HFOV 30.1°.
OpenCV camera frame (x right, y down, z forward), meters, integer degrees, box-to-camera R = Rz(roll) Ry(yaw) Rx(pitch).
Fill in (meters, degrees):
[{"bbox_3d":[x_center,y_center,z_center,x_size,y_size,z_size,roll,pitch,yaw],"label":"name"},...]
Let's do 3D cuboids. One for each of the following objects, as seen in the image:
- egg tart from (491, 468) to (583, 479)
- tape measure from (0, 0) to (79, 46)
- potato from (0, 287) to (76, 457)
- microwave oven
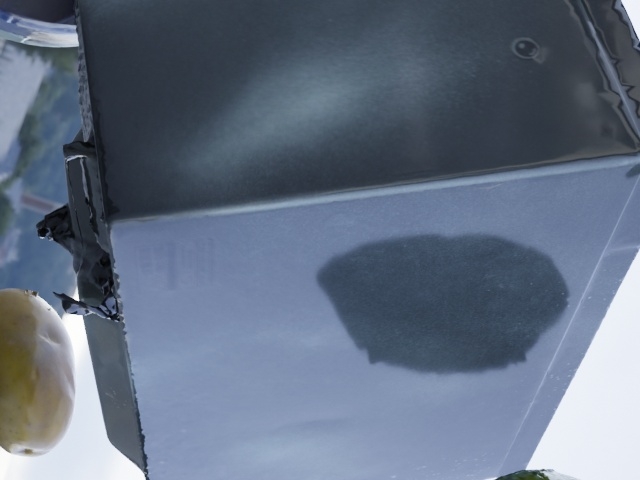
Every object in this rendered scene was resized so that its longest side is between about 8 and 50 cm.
[{"bbox_3d":[0.133,0.223,0.805,0.197,0.197,0.078,-60,-136,30],"label":"egg tart"},{"bbox_3d":[-0.179,-0.266,0.850,0.262,0.259,0.138,-26,-169,-10],"label":"tape measure"},{"bbox_3d":[-0.370,0.157,1.468,0.146,0.150,0.234,-42,-131,8],"label":"potato"},{"bbox_3d":[0.000,0.000,0.819,0.432,0.374,0.236,97,-18,-55],"label":"microwave oven"}]
